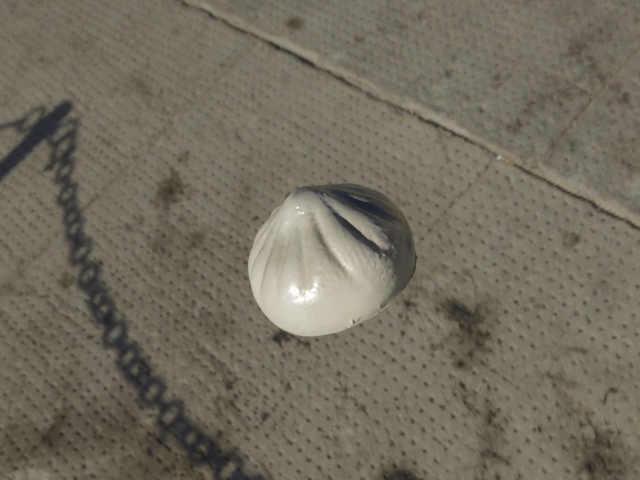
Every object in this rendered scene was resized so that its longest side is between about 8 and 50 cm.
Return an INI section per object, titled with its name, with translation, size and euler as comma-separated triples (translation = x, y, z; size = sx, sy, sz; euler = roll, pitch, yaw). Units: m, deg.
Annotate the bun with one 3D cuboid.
[bun]
translation = 0.000, 0.000, 0.671
size = 0.138, 0.094, 0.138
euler = -19, 36, 14
